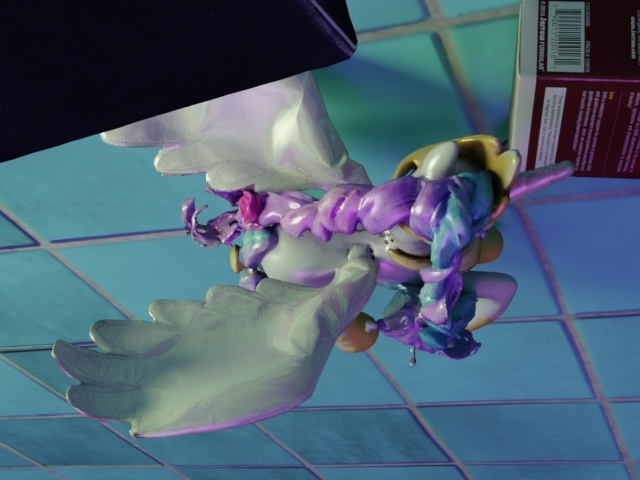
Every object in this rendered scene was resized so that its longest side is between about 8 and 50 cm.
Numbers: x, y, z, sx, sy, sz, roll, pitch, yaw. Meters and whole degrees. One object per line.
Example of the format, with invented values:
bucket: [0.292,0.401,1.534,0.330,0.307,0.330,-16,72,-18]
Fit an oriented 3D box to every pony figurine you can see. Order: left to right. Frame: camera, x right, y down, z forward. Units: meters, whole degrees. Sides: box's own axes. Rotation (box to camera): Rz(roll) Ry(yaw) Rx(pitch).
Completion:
pony figurine: [0.000,0.000,0.855,0.351,0.302,0.363,-3,167,5]

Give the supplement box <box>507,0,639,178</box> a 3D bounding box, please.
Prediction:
supplement box: [0.255,-0.101,0.770,0.239,0.073,0.130,4,153,8]

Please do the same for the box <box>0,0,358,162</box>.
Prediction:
box: [-0.195,-0.185,0.375,0.343,0.312,0.179,-15,164,17]

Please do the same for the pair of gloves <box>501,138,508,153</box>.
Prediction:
pair of gloves: [0.181,-0.072,0.887,0.083,0.010,0.074,8,164,-24]
